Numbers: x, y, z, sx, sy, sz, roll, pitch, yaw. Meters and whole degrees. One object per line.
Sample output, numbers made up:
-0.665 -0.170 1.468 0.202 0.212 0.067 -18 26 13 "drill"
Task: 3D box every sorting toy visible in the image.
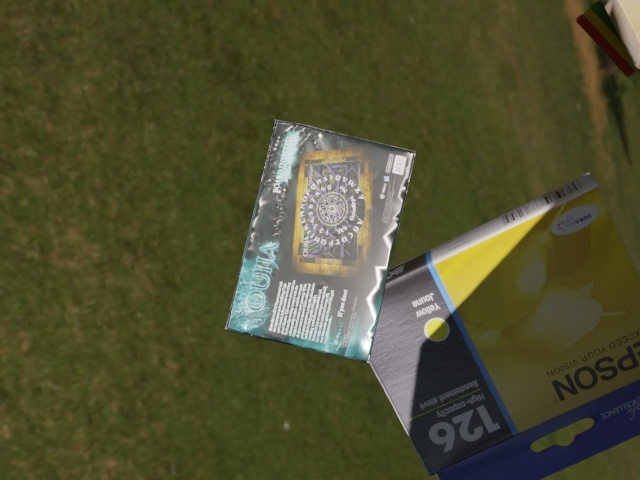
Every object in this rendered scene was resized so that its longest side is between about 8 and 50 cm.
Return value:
0.444 -0.343 1.615 0.257 0.089 0.256 -11 72 -40 "sorting toy"

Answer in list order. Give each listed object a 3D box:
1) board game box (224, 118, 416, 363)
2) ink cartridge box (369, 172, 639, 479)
0.000 0.000 0.984 0.026 0.126 0.186 124 -20 -82 "board game box"
0.220 0.129 1.263 0.307 0.303 0.072 62 9 -10 "ink cartridge box"
